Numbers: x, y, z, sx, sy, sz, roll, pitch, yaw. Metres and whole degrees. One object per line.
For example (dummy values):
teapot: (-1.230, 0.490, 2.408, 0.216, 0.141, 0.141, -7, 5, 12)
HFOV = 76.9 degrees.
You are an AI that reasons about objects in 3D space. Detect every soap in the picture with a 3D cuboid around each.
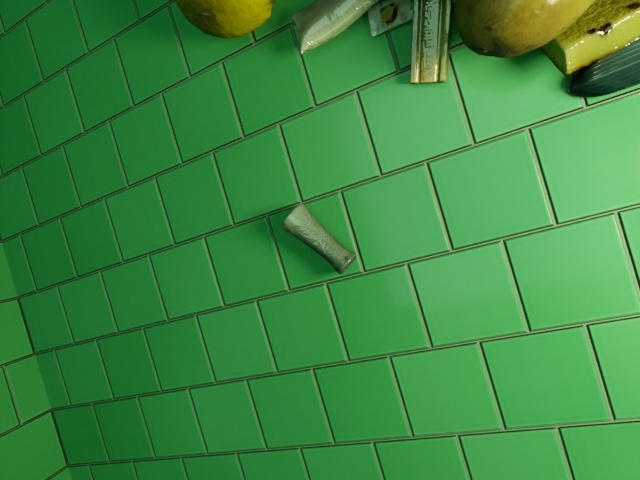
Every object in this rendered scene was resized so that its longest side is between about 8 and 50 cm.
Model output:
soap: (0.272, -0.520, 0.989, 0.092, 0.037, 0.251, 7, 112, 22)

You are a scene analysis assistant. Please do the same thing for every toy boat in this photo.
toy boat: (0.670, -0.380, 0.865, 0.246, 0.103, 0.092, -19, 99, 33)

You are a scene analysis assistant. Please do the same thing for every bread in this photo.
bread: (0.660, -0.487, 0.824, 0.362, 0.077, 0.138, -24, 45, 21)

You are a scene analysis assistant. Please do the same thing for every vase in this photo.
vase: (0.000, 0.000, 1.156, 0.219, 0.096, 0.096, 41, 108, 9)

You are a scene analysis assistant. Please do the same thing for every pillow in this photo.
pillow: (0.034, -0.621, 1.077, 0.254, 0.078, 0.144, -27, 69, 22)

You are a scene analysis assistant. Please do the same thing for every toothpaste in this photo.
toothpaste: (0.271, -0.602, 1.008, 0.315, 0.056, 0.058, -8, 53, 24)

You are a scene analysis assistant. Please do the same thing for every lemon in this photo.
lemon: (-0.258, -0.687, 1.089, 0.311, 0.253, 0.253, 13, 101, 19)

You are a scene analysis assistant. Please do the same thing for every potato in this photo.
potato: (0.475, -0.505, 0.793, 0.398, 0.290, 0.295, 19, 95, 20)
